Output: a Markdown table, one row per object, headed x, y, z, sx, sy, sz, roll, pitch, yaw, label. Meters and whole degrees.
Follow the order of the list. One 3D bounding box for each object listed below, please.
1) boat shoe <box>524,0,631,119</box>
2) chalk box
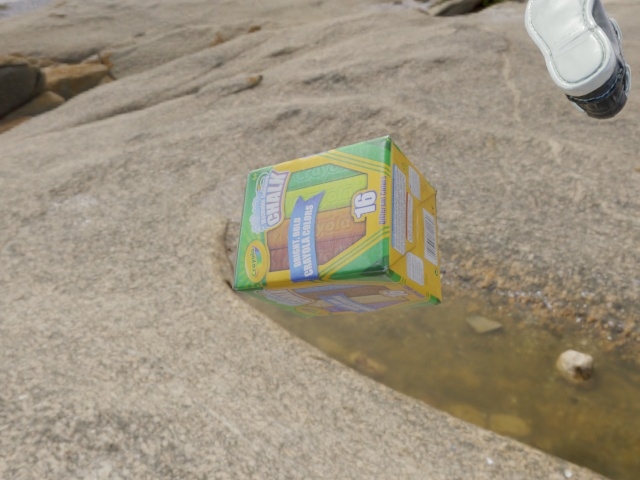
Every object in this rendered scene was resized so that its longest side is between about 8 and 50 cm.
| x | y | z | sx | sy | sz | roll | pitch | yaw | label |
| --- | --- | --- | --- | --- | --- | --- | --- | --- | --- |
| 0.388 | -0.302 | 0.802 | 0.114 | 0.091 | 0.303 | -23 | 44 | 40 | boat shoe |
| 0.000 | 0.000 | 0.544 | 0.212 | 0.132 | 0.133 | -10 | 66 | 30 | chalk box |
